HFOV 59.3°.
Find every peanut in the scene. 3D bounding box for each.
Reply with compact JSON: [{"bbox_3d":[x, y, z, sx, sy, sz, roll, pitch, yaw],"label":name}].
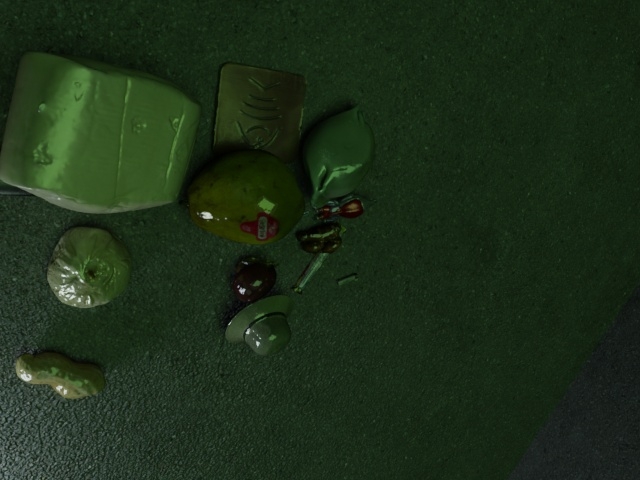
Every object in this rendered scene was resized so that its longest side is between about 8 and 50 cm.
[{"bbox_3d":[-0.773,0.402,1.681,0.263,0.101,0.117,34,71,-32],"label":"peanut"}]

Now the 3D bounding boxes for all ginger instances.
[{"bbox_3d":[0.000,0.000,1.951,0.162,0.073,0.103,-13,98,-9],"label":"ginger"}]

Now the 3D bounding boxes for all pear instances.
[{"bbox_3d":[-0.236,-0.127,1.672,0.376,0.287,0.287,-5,113,-1],"label":"pear"}]

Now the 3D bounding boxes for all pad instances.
[{"bbox_3d":[-0.185,-0.384,1.730,0.287,0.018,0.283,2,104,-28],"label":"pad"}]

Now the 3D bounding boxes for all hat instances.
[{"bbox_3d":[-0.177,0.310,1.879,0.257,0.130,0.257,-24,149,-16],"label":"hat"}]

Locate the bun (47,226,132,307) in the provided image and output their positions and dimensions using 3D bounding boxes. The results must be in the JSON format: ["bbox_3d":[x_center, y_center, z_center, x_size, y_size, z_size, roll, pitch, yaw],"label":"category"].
[{"bbox_3d":[-0.659,0.086,1.595,0.244,0.153,0.243,-7,111,-20],"label":"bun"}]

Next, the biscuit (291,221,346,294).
[{"bbox_3d":[-0.005,0.067,1.998,0.048,0.026,0.292,35,90,-29],"label":"biscuit"}]

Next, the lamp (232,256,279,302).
[{"bbox_3d":[-0.224,0.126,1.848,0.135,0.156,0.157,44,48,6],"label":"lamp"}]

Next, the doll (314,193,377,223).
[{"bbox_3d":[0.091,-0.113,1.951,0.228,0.075,0.102,-15,129,-11],"label":"doll"}]

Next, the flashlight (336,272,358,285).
[{"bbox_3d":[0.100,0.143,2.085,0.083,0.018,0.018,-20,117,-19],"label":"flashlight"}]

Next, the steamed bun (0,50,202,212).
[{"bbox_3d":[-0.554,-0.261,1.419,0.456,0.290,0.371,7,103,-51],"label":"steamed bun"}]

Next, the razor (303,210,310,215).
[{"bbox_3d":[-0.109,-0.167,1.856,0.084,0.036,0.211,-20,113,4],"label":"razor"}]

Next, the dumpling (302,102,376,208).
[{"bbox_3d":[0.068,-0.251,1.810,0.321,0.212,0.270,-31,123,-4],"label":"dumpling"}]

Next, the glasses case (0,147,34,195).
[{"bbox_3d":[-0.824,-0.178,1.449,0.315,0.075,0.122,-1,105,-29],"label":"glasses case"}]
